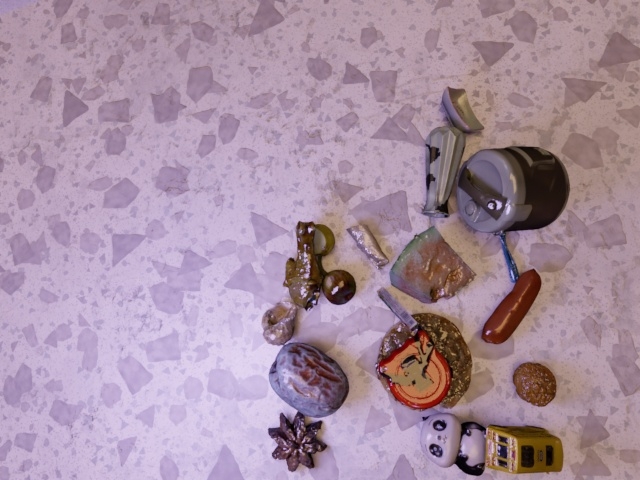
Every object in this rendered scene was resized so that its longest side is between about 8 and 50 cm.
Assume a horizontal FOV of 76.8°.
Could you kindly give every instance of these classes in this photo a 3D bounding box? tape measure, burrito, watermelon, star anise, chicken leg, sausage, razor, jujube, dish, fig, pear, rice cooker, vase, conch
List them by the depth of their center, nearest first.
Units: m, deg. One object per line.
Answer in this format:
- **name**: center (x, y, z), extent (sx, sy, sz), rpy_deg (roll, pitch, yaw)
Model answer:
- **tape measure**: center (0.361, 0.485, 1.496), extent (0.253, 0.114, 0.260), rpy_deg (-38, 74, -2)
- **rice cooker**: center (0.697, -0.193, 1.511), extent (0.326, 0.335, 0.334), rpy_deg (-4, 80, -17)
- **jujube**: center (-0.037, 0.529, 1.538), extent (0.308, 0.246, 0.215), rpy_deg (29, 103, -4)
- **sausage**: center (0.754, 0.261, 1.570), extent (0.348, 0.097, 0.094), rpy_deg (-52, 37, -2)
- **star anise**: center (-0.099, 0.788, 1.577), extent (0.236, 0.109, 0.223), rpy_deg (32, 90, 8)
- **watermelon**: center (0.421, 0.117, 1.623), extent (0.302, 0.151, 0.264), rpy_deg (45, 84, -7)
- **chicken leg**: center (-0.070, 0.093, 1.636), extent (0.140, 0.212, 0.360), rpy_deg (-10, 102, -36)
- **conch**: center (-0.168, 0.332, 1.637), extent (0.155, 0.130, 0.207), rpy_deg (34, 104, 14)
- **razor**: center (0.764, 0.046, 1.638), extent (0.082, 0.042, 0.252), rpy_deg (-5, 80, -28)
- **fig**: center (0.043, 0.151, 1.665), extent (0.149, 0.149, 0.245), rpy_deg (-41, 57, -2)
- **vase**: center (0.500, -0.279, 1.669), extent (0.165, 0.165, 0.359), rpy_deg (8, 86, 7)
- **burrito**: center (0.206, 0.021, 1.689), extent (0.087, 0.060, 0.225), rpy_deg (-35, 78, 4)
- **pear**: center (0.000, 0.000, 1.692), extent (0.141, 0.104, 0.140), rpy_deg (0, 91, 37)
- **dish**: center (0.589, -0.542, 1.714), extent (0.151, 0.077, 0.212), rpy_deg (-12, 75, -42)

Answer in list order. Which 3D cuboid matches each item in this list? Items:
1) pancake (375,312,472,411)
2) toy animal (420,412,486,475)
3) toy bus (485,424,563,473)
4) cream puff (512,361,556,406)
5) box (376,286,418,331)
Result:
- **pancake**: center (0.403, 0.484, 1.586), extent (0.383, 0.071, 0.381), rpy_deg (-2, 77, 8)
- **toy animal**: center (0.487, 0.743, 1.488), extent (0.236, 0.165, 0.187), rpy_deg (16, 67, 8)
- **toy bus**: center (0.723, 0.733, 1.407), extent (0.332, 0.151, 0.144), rpy_deg (16, 73, -29)
- **cream puff**: center (0.807, 0.538, 1.514), extent (0.150, 0.115, 0.165), rpy_deg (-38, 78, -5)
- **box**: center (0.306, 0.272, 1.612), extent (0.041, 0.050, 0.207), rpy_deg (-40, 59, -5)
